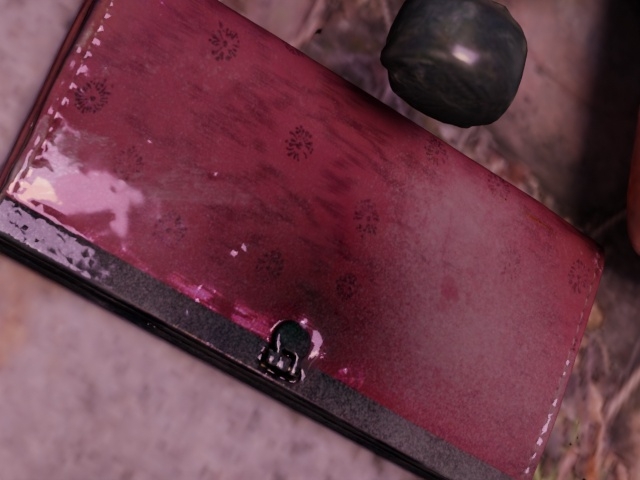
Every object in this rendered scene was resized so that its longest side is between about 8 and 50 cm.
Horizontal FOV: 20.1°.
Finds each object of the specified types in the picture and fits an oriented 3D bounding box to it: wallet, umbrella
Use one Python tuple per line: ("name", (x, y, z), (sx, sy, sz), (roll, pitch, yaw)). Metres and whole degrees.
("wallet", (0.000, 0.000, 0.657), (0.232, 0.025, 0.119), (30, 68, -22))
("umbrella", (0.091, -0.193, 0.700), (0.143, 0.094, 0.349), (23, 66, -8))

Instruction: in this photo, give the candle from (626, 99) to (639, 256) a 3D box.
("candle", (0.234, -0.062, 0.723), (0.287, 0.131, 0.317), (-39, 115, -29))
